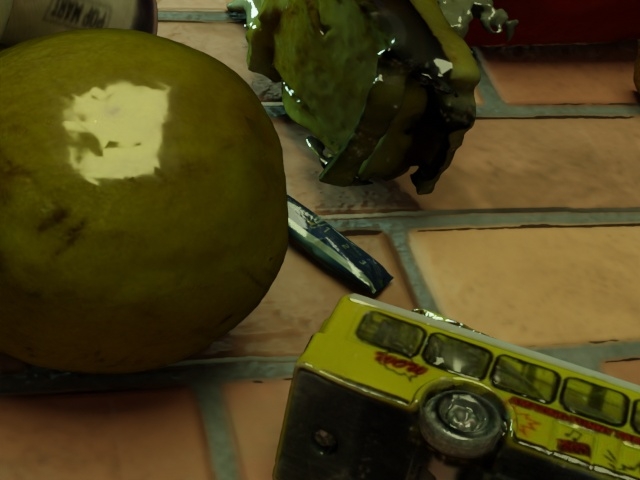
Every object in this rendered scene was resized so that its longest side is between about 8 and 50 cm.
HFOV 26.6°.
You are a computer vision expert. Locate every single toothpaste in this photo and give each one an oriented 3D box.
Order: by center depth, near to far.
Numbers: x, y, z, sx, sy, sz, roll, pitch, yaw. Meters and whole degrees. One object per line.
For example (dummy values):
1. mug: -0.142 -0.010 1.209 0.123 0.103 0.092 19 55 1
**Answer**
1. toothpaste: 0.000 0.000 0.676 0.083 0.019 0.027 35 27 20

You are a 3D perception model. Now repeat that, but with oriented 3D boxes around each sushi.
1. sushi: 0.023 -0.142 0.781 0.131 0.139 0.291 6 46 -23

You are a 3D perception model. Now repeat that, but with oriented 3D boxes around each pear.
1. pear: -0.092 -0.018 0.572 0.162 0.149 0.149 -3 41 -26

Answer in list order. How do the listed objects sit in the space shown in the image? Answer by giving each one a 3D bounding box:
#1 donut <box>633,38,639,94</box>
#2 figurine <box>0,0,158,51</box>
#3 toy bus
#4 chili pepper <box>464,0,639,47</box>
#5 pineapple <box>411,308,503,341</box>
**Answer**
1. donut: 0.238 -0.094 0.838 0.083 0.038 0.067 -7 41 -30
2. figurine: -0.262 -0.176 0.662 0.253 0.211 0.361 -26 54 -38
3. toy bus: 0.096 0.098 0.542 0.226 0.081 0.074 16 34 10
4. chili pepper: 0.236 -0.202 0.894 0.338 0.131 0.134 -3 51 -22
5. pineapple: 0.078 0.053 0.612 0.045 0.019 0.083 38 -9 -34
